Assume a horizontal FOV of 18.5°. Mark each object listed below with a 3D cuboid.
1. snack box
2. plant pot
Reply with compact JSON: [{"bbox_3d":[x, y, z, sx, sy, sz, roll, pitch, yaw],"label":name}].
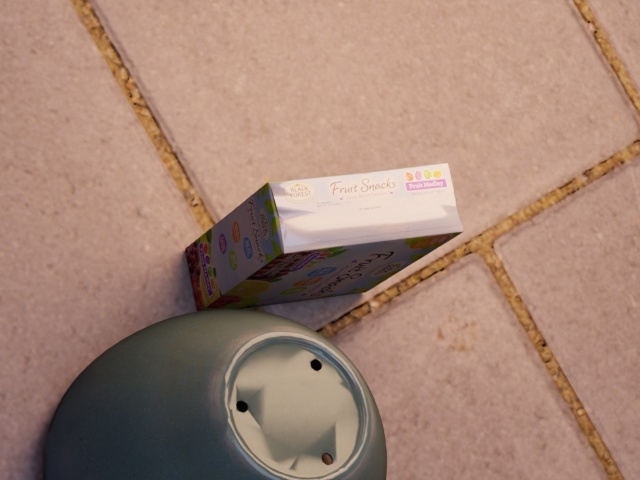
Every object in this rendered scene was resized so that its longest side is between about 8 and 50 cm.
[{"bbox_3d":[0.000,0.000,1.717,0.174,0.207,0.070,-7,78,-27],"label":"snack box"},{"bbox_3d":[-0.060,0.173,1.617,0.290,0.195,0.290,12,60,-22],"label":"plant pot"}]
